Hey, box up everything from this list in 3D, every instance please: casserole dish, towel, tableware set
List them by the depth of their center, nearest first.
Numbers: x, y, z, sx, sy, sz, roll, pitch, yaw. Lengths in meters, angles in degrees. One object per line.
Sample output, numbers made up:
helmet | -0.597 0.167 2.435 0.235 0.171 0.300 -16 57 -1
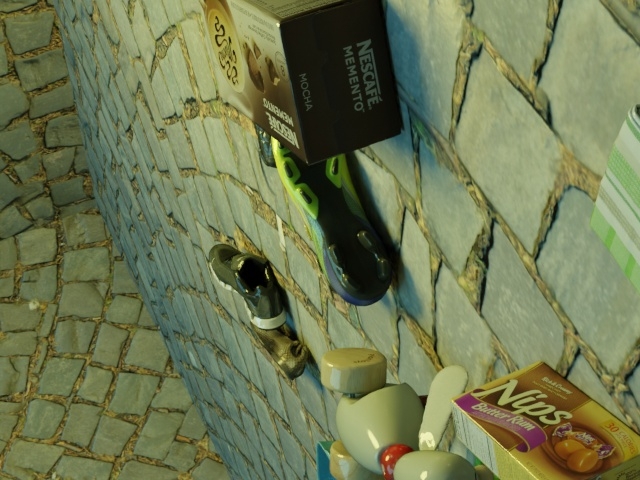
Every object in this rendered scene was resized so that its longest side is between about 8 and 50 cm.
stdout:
towel | 0.253 -0.019 0.913 0.152 0.023 0.113 91 155 -57
tableware set | 0.000 0.000 1.629 0.169 0.020 0.141 -62 -53 -79
casserole dish | 0.032 0.385 1.894 0.114 0.037 0.188 57 161 35

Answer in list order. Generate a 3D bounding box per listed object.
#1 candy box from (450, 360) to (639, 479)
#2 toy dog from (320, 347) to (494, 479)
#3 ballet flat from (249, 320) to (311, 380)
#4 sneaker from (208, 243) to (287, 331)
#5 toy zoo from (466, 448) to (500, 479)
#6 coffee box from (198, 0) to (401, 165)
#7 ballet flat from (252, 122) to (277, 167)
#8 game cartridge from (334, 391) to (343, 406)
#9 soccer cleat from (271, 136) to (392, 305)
candy box | 0.215 0.189 1.130 0.186 0.109 0.053 -137 31 -58
toy dog | 0.119 0.234 1.398 0.334 0.161 0.220 -125 32 -52
ballet flat | -0.070 0.184 2.157 0.084 0.058 0.250 51 175 -18
sneaker | -0.132 0.055 2.149 0.234 0.078 0.106 47 151 44
toy zoo | 0.251 0.357 1.360 0.293 0.030 0.192 54 158 41
coffee box | -0.034 -0.221 1.400 0.297 0.119 0.168 -137 32 -57
ballet flat | -0.079 -0.189 1.741 0.049 0.057 0.173 -13 101 33
game cartridge | 0.115 0.416 1.830 0.230 0.068 0.355 -132 26 -60
soccer cleat | 0.006 -0.049 1.540 0.121 0.093 0.289 118 129 -78
